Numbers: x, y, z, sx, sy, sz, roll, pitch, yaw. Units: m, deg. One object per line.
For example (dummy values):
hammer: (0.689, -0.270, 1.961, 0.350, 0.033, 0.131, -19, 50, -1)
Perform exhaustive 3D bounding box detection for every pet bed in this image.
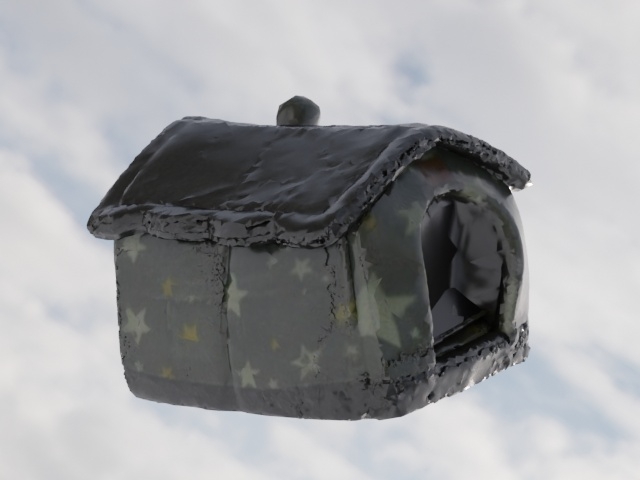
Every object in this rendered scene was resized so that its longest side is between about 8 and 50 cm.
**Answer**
pet bed: (0.000, 0.000, 0.997, 0.211, 0.183, 0.159, 1, -79, 42)
